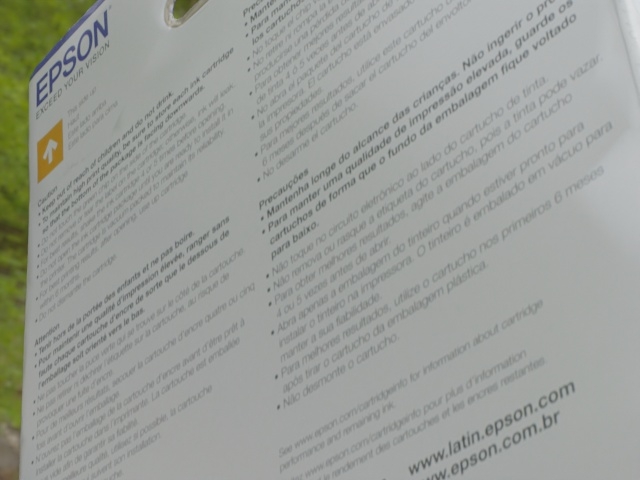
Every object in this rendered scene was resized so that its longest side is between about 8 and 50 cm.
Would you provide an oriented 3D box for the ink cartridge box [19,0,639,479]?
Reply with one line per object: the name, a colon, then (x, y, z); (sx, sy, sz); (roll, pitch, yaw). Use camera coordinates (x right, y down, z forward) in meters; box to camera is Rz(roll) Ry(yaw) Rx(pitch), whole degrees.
ink cartridge box: (0.000, 0.000, 0.501); (0.071, 0.330, 0.324); (20, -39, -34)
